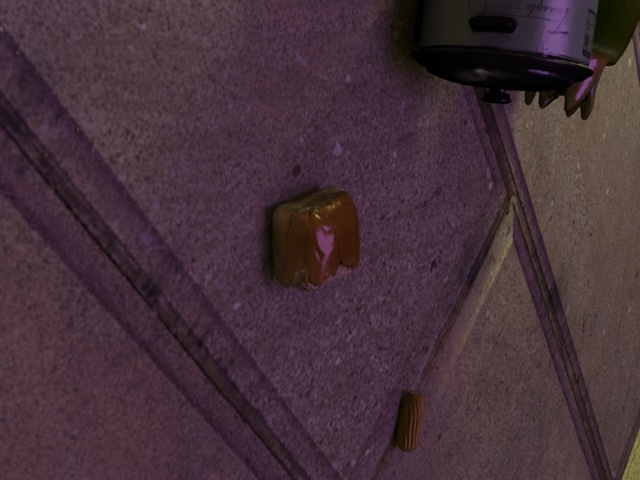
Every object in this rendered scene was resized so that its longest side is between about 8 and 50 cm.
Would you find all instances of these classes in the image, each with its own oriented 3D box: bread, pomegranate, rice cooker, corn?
[{"bbox_3d":[0.000,-0.001,1.129,0.125,0.082,0.106,-24,125,-48],"label":"bread"},{"bbox_3d":[0.385,-0.377,1.468,0.310,0.216,0.359,-12,124,-83],"label":"pomegranate"},{"bbox_3d":[0.247,-0.296,1.269,0.280,0.241,0.227,-14,112,-73],"label":"rice cooker"},{"bbox_3d":[0.138,0.277,1.463,0.037,0.037,0.092,6,95,-57],"label":"corn"}]
